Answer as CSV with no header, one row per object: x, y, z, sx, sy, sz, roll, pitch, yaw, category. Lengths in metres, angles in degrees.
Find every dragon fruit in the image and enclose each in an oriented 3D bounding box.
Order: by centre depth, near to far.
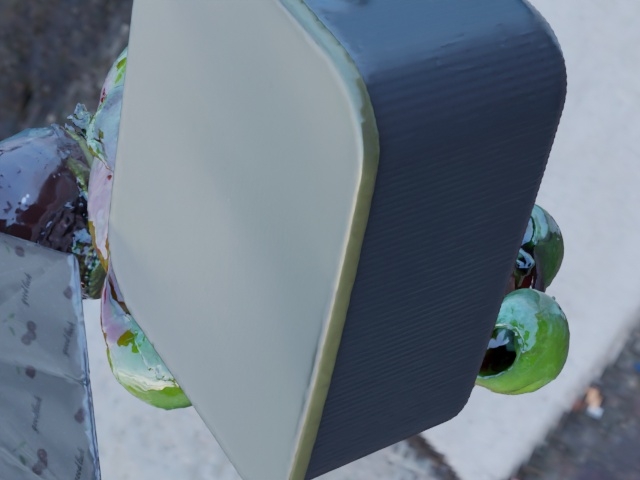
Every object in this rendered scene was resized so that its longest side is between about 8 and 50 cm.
0.000,0.000,0.980,0.295,0.268,0.130,46,124,30,dragon fruit

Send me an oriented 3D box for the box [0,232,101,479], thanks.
-0.315,0.101,1.203,0.190,0.297,0.225,-39,48,35,box

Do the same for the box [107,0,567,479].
0.000,-0.023,0.661,0.144,0.090,0.201,50,145,35,box

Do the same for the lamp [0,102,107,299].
-0.205,-0.005,1.405,0.135,0.157,0.156,31,50,17,lamp
